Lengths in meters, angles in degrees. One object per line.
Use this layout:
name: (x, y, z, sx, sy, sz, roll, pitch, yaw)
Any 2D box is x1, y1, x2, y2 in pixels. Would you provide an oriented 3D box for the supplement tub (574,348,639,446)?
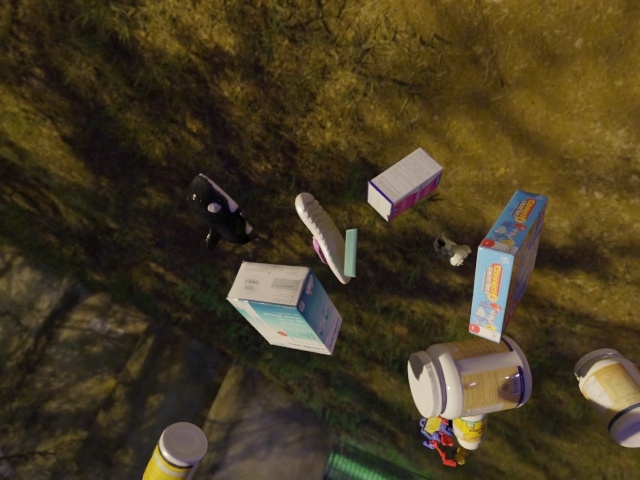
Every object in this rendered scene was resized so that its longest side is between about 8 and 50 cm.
supplement tub: (1.168, 0.604, 1.751, 0.228, 0.316, 0.228, -2, 123, -3)

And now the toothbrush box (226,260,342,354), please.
toothbrush box: (-0.090, 0.194, 1.267, 0.216, 0.126, 0.295, 4, 147, 25)

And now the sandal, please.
sandal: (0.006, -0.006, 1.846, 0.102, 0.169, 0.416, -20, 106, 32)

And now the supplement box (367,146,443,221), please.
supplement box: (0.269, -0.179, 1.439, 0.114, 0.220, 0.111, 48, 165, 24)

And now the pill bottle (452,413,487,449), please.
pill bottle: (0.532, 0.647, 1.603, 0.117, 0.117, 0.208, 10, 129, 29)

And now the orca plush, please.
orca plush: (-0.217, -0.030, 0.942, 0.151, 0.102, 0.287, 36, 169, 6)

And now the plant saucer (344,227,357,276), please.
plant saucer: (0.119, 0.047, 1.777, 0.018, 0.192, 0.067, 6, 175, -29)

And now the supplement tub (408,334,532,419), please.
supplement tub: (0.480, 0.447, 1.476, 0.331, 0.241, 0.241, -6, 160, -9)

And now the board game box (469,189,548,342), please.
board game box: (0.520, 0.068, 1.245, 0.086, 0.302, 0.308, 18, 134, 32)

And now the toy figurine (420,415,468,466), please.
toy figurine: (0.474, 0.698, 1.809, 0.191, 0.363, 0.217, 39, 146, -14)

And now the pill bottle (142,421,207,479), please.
pill bottle: (-0.377, 0.577, 1.140, 0.119, 0.209, 0.119, 25, -160, -10)

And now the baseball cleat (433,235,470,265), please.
baseball cleat: (0.410, 0.023, 1.397, 0.109, 0.072, 0.206, 42, -167, 13)
